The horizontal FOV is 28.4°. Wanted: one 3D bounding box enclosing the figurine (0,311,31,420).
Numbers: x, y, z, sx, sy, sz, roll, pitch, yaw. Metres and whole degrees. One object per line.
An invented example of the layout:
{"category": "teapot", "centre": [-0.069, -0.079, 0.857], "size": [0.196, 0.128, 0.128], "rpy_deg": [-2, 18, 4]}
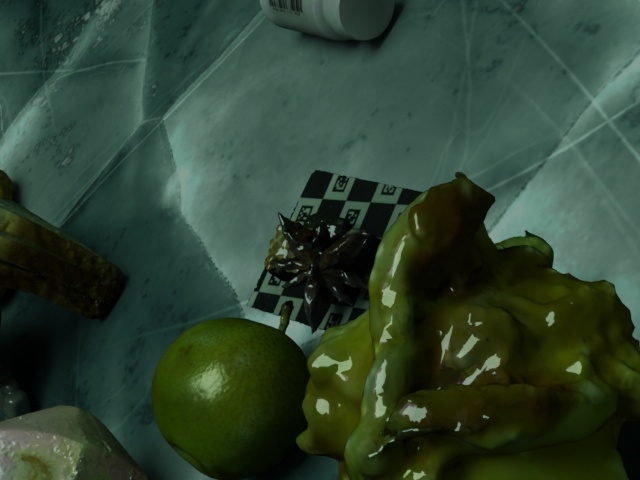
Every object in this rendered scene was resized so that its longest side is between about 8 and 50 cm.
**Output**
{"category": "figurine", "centre": [-0.533, 0.119, 1.770], "size": [0.285, 0.342, 0.167], "rpy_deg": [-29, 30, 61]}

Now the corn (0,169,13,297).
{"category": "corn", "centre": [-0.538, -0.016, 2.026], "size": [0.101, 0.101, 0.291], "rpy_deg": [-37, 43, 23]}

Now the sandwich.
{"category": "sandwich", "centre": [-0.435, 0.000, 1.775], "size": [0.288, 0.254, 0.099], "rpy_deg": [26, 90, 55]}

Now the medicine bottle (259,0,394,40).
{"category": "medicine bottle", "centre": [0.007, -0.316, 1.649], "size": [0.187, 0.103, 0.103], "rpy_deg": [24, 82, 53]}

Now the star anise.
{"category": "star anise", "centre": [-0.001, 0.041, 1.388], "size": [0.124, 0.056, 0.129], "rpy_deg": [13, 109, 19]}

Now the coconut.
{"category": "coconut", "centre": [-0.308, 0.306, 1.422], "size": [0.233, 0.233, 0.245], "rpy_deg": [-8, 63, 44]}

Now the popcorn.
{"category": "popcorn", "centre": [0.147, 0.124, 1.060], "size": [0.290, 0.321, 0.325], "rpy_deg": [-53, 17, 31]}

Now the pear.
{"category": "pear", "centre": [-0.079, 0.151, 1.368], "size": [0.216, 0.166, 0.180], "rpy_deg": [-46, 19, -25]}

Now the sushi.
{"category": "sushi", "centre": [0.000, 0.000, 1.465], "size": [0.215, 0.050, 0.192], "rpy_deg": [13, 73, 50]}
